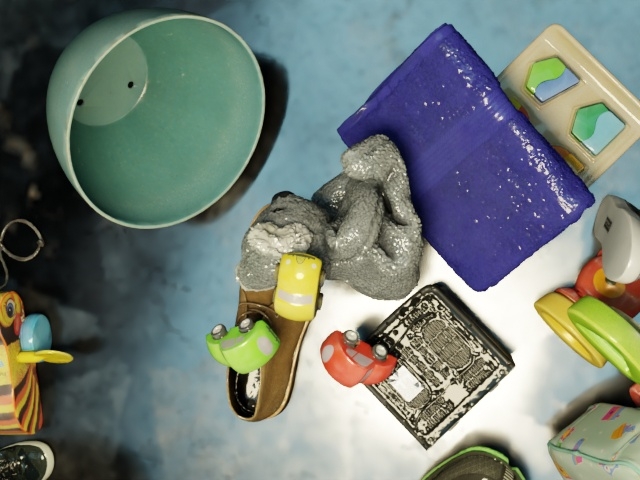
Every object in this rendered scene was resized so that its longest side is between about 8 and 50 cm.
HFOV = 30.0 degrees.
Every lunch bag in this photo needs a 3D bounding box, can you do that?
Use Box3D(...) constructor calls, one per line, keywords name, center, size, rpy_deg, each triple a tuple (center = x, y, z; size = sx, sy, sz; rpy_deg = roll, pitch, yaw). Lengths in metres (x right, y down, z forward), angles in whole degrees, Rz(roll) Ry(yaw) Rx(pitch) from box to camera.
Box3D(name="lunch bag", center=(0.409, 0.315, 1.466), size=(0.108, 0.279, 0.224), rpy_deg=(-38, 95, -12))

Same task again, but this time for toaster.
Box3D(name="toaster", center=(0.141, 0.158, 1.591), size=(0.185, 0.110, 0.168), rpy_deg=(45, 97, 6))

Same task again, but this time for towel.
Box3D(name="towel", center=(0.192, -0.106, 1.580), size=(0.308, 0.076, 0.227), rpy_deg=(51, 124, 5))

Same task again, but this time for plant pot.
Box3D(name="plant pot", center=(-0.247, -0.188, 1.593), size=(0.195, 0.290, 0.290), rpy_deg=(36, 98, 44))

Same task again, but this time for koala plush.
Box3D(name="koala plush", center=(0.000, 0.000, 1.527), size=(0.221, 0.196, 0.203), rpy_deg=(-14, 77, -20))

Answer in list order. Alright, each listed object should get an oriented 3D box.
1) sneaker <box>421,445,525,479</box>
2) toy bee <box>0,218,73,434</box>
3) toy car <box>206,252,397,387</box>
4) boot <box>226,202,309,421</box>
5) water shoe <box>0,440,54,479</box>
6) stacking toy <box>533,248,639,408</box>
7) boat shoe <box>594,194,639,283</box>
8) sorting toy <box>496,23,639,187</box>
Box3D(name="sneaker", center=(0.114, 0.485, 1.554), size=(0.185, 0.202, 0.483), rpy_deg=(36, 96, 7))
Box3D(name="toy bee", center=(-0.461, 0.134, 1.669), size=(0.195, 0.162, 0.298), rpy_deg=(-24, 87, 11))
Box3D(name="toy car", center=(-0.049, 0.128, 1.500), size=(0.225, 0.053, 0.239), rpy_deg=(-16, 128, 28))
Box3D(name="boot", center=(-0.071, 0.098, 1.626), size=(0.112, 0.115, 0.305), rpy_deg=(6, 90, 13))
Box3D(name="water shoe", center=(-0.482, 0.345, 1.715), size=(0.203, 0.080, 0.073), rpy_deg=(-18, 88, 9))
Box3D(name="stacking toy", center=(0.427, 0.134, 1.467), size=(0.309, 0.279, 0.130), rpy_deg=(44, 86, 8))
Box3D(name="boat shoe", center=(0.395, 0.003, 1.492), size=(0.076, 0.228, 0.080), rpy_deg=(18, 105, 0))
Box3D(name="sorting toy", center=(0.306, -0.155, 1.594), size=(0.208, 0.038, 0.193), rpy_deg=(-45, 84, 8))
